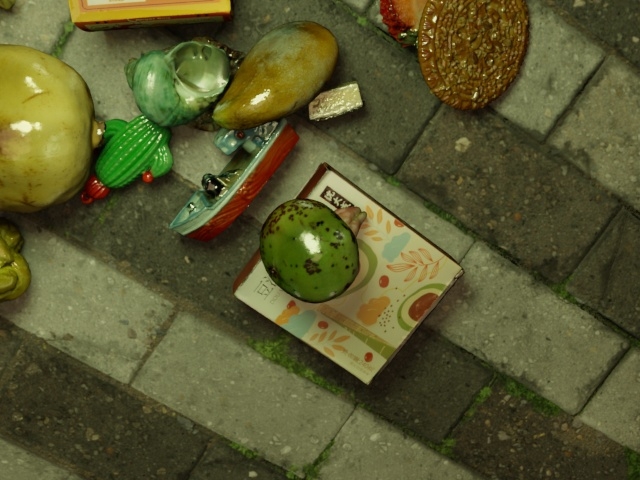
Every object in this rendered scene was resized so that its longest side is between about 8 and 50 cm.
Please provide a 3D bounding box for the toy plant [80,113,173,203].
[{"bbox_3d":[-0.420,-0.181,1.534,0.240,0.088,0.155,-17,91,14],"label":"toy plant"}]

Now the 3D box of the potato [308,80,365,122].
[{"bbox_3d":[0.032,-0.297,1.543,0.122,0.086,0.061,-15,108,5],"label":"potato"}]

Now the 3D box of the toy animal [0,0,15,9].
[{"bbox_3d":[-0.687,-0.556,1.372,0.169,0.195,0.281,-41,104,-35],"label":"toy animal"}]

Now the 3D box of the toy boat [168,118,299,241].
[{"bbox_3d":[-0.198,-0.142,1.527,0.133,0.145,0.332,37,94,-24],"label":"toy boat"}]

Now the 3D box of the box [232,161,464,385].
[{"bbox_3d":[0.060,0.078,1.627,0.385,0.122,0.344,36,100,-13],"label":"box"}]

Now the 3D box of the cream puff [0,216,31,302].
[{"bbox_3d":[-0.709,0.033,1.527,0.220,0.195,0.195,19,103,2],"label":"cream puff"}]

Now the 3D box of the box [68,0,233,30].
[{"bbox_3d":[-0.311,-0.509,1.363,0.283,0.259,0.214,-4,105,-4],"label":"box"}]

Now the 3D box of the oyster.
[{"bbox_3d":[-0.265,-0.331,1.506,0.259,0.092,0.198,21,106,-13],"label":"oyster"}]

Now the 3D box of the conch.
[{"bbox_3d":[-0.280,-0.304,1.402,0.188,0.122,0.176,11,101,-23],"label":"conch"}]

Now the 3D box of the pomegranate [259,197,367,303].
[{"bbox_3d":[0.000,0.000,1.452,0.248,0.214,0.214,-40,108,-28],"label":"pomegranate"}]

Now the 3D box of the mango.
[{"bbox_3d":[-0.087,-0.323,1.437,0.316,0.192,0.146,-46,129,-30],"label":"mango"}]

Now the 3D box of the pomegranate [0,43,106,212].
[{"bbox_3d":[-0.577,-0.215,1.409,0.332,0.332,0.333,-1,105,-5],"label":"pomegranate"}]

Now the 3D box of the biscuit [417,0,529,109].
[{"bbox_3d":[0.324,-0.417,1.498,0.305,0.038,0.305,-12,112,-30],"label":"biscuit"}]

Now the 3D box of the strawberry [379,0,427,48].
[{"bbox_3d":[0.191,-0.510,1.482,0.188,0.106,0.286,-20,111,-24],"label":"strawberry"}]
